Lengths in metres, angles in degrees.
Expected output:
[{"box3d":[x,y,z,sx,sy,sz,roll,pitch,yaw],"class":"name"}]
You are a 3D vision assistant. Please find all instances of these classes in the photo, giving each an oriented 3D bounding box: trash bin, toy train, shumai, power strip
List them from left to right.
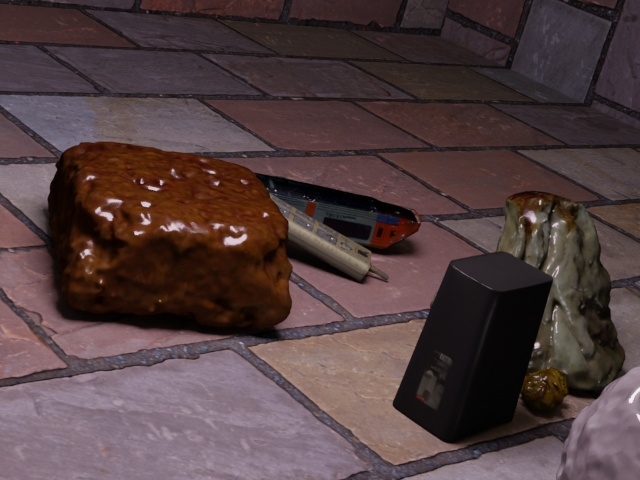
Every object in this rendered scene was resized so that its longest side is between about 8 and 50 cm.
[{"box3d":[-0.023,-0.051,2.220,0.409,0.089,0.086,11,19,-14],"class":"toy train"},{"box3d":[0.000,0.000,2.117,0.268,0.034,0.092,30,18,-5],"class":"power strip"},{"box3d":[0.217,0.142,1.712,0.115,0.226,0.165,33,26,35],"class":"trash bin"},{"box3d":[0.363,0.061,1.976,0.309,0.263,0.304,-4,26,-42],"class":"shumai"}]

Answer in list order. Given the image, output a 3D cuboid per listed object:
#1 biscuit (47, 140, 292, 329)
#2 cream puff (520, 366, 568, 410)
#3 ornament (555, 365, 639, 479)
[{"box3d":[-0.232,-0.022,1.891,0.342,0.166,0.395,9,20,-23],"class":"biscuit"},{"box3d":[0.329,0.216,1.839,0.083,0.058,0.083,1,23,-30],"class":"cream puff"},{"box3d":[0.410,0.291,1.347,0.337,0.337,0.337,14,21,-5],"class":"ornament"}]
